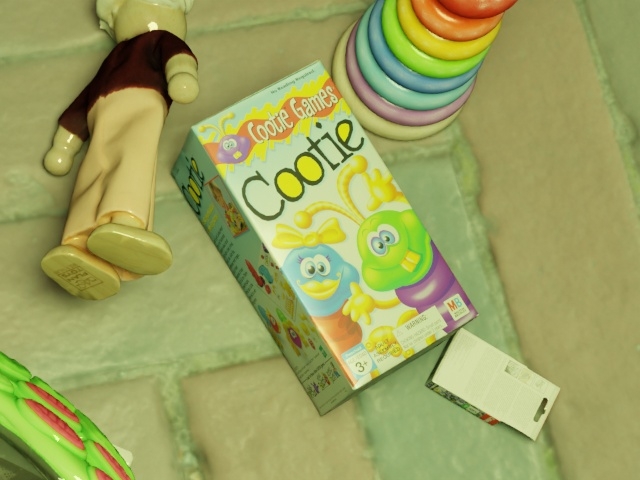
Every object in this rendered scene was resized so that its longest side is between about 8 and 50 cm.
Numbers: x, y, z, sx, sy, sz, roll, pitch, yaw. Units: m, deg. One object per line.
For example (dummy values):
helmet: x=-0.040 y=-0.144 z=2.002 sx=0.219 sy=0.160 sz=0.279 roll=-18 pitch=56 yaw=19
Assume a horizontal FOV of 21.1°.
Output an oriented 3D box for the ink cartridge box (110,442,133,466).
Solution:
ink cartridge box: x=-0.247 y=0.252 z=1.507 sx=0.104 sy=0.061 sz=0.181 roll=25 pitch=71 yaw=-5

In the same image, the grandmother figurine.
grandmother figurine: x=-0.176 y=-0.113 z=1.573 sx=0.104 sy=0.208 sz=0.342 roll=43 pitch=42 yaw=-41

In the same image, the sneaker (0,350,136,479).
sneaker: x=-0.322 y=0.181 z=1.401 sx=0.483 sy=0.185 sz=0.202 roll=36 pitch=93 yaw=-5

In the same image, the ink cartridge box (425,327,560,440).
ink cartridge box: x=0.165 y=0.139 z=1.645 sx=0.115 sy=0.029 sz=0.063 roll=31 pitch=70 yaw=-3

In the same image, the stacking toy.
stacking toy: x=0.111 y=-0.206 z=1.570 sx=0.141 sy=0.330 sz=0.141 roll=3 pitch=74 yaw=-11

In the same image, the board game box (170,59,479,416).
board game box: x=0.000 y=0.000 z=1.587 sx=0.142 sy=0.144 sz=0.275 roll=-30 pitch=83 yaw=-19
